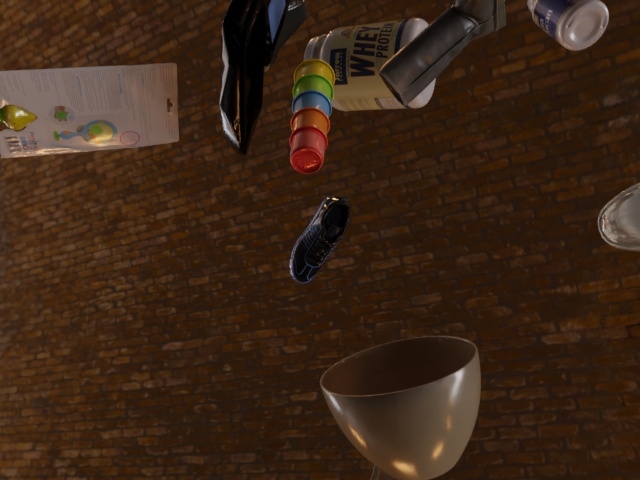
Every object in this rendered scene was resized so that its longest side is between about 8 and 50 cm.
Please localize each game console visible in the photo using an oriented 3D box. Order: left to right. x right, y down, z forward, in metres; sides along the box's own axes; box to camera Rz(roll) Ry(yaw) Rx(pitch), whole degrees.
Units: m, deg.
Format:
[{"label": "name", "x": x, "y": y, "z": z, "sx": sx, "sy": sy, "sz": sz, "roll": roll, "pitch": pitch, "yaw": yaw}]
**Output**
[{"label": "game console", "x": -0.089, "y": -0.318, "z": 0.793, "sx": 0.044, "sy": 0.213, "sz": 0.361, "roll": 12, "pitch": -123, "yaw": -1}]

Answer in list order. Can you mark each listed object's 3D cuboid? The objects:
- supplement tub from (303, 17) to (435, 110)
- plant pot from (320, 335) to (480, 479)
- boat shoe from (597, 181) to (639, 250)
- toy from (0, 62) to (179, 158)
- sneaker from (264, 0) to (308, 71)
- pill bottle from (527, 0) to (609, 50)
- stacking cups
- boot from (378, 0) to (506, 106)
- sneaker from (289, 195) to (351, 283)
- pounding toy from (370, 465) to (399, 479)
[{"label": "supplement tub", "x": 0.140, "y": -0.486, "z": 1.482, "sx": 0.325, "sy": 0.235, "sz": 0.235, "roll": 5, "pitch": -99, "yaw": 27}, {"label": "plant pot", "x": 0.158, "y": 0.309, "z": 0.946, "sx": 0.284, "sy": 0.284, "sz": 0.190, "roll": -12, "pitch": -87, "yaw": 23}, {"label": "boat shoe", "x": 0.546, "y": -0.061, "z": 0.714, "sx": 0.335, "sy": 0.096, "sz": 0.112, "roll": 139, "pitch": -56, "yaw": -61}, {"label": "toy", "x": -0.319, "y": -0.187, "z": 0.716, "sx": 0.237, "sy": 0.137, "sz": 0.056, "roll": -13, "pitch": -124, "yaw": -23}, {"label": "sneaker", "x": -0.091, "y": -0.461, "z": 1.181, "sx": 0.118, "sy": 0.222, "sz": 0.083, "roll": -31, "pitch": -92, "yaw": -12}, {"label": "pill bottle", "x": 0.476, "y": -0.450, "z": 1.034, "sx": 0.094, "sy": 0.094, "sz": 0.169, "roll": -31, "pitch": -140, "yaw": 17}, {"label": "stacking cups", "x": -0.013, "y": -0.260, "z": 1.082, "sx": 0.096, "sy": 0.096, "sz": 0.316, "roll": -22, "pitch": -140, "yaw": 20}, {"label": "boot", "x": 0.175, "y": -0.321, "z": 0.802, "sx": 0.209, "sy": 0.189, "sz": 0.076, "roll": -31, "pitch": -124, "yaw": 11}, {"label": "sneaker", "x": 0.000, "y": 0.000, "z": 1.247, "sx": 0.232, "sy": 0.081, "sz": 0.090, "roll": -66, "pitch": -160, "yaw": 0}, {"label": "pounding toy", "x": 0.143, "y": 0.497, "z": 1.199, "sx": 0.155, "sy": 0.154, "sz": 0.269, "roll": 11, "pitch": -123, "yaw": 19}]
